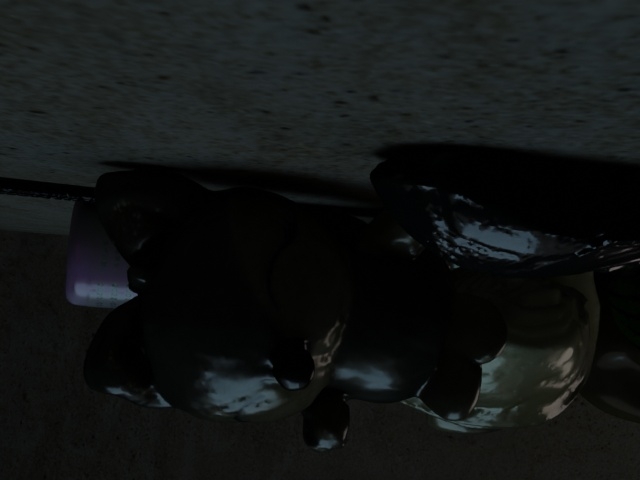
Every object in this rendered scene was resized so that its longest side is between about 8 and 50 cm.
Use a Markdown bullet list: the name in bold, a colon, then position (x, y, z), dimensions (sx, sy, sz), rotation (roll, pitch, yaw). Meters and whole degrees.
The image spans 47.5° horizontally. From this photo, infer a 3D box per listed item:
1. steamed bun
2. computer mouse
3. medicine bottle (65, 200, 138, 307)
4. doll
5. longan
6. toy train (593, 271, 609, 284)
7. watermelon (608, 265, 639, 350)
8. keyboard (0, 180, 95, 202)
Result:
- **steamed bun**: position (0.218, 0.136, 1.002), dimensions (0.339, 0.247, 0.352), rotation (-25, -172, -42)
- **computer mouse**: position (0.137, -0.011, 0.475), dimensions (0.217, 0.073, 0.122), rotation (4, 177, -14)
- **medicine bottle**: position (-0.215, 0.024, 1.008), dimensions (0.255, 0.151, 0.152), rotation (4, 177, -15)
- **doll**: position (-0.053, 0.067, 0.751), dimensions (0.383, 0.252, 0.379), rotation (12, 175, -17)
- **longan**: position (0.549, 0.156, 1.134), dimensions (0.289, 0.288, 0.350), rotation (7, 156, -43)
- **toy train**: position (0.327, 0.049, 1.250), dimensions (0.410, 0.089, 0.086), rotation (4, -173, -13)
- **watermelon**: position (0.355, 0.046, 0.644), dimensions (0.187, 0.140, 0.141), rotation (-1, 174, 36)
- **keyboard**: position (-0.364, -0.062, 0.869), dimensions (0.251, 0.017, 0.087), rotation (6, 178, -17)
